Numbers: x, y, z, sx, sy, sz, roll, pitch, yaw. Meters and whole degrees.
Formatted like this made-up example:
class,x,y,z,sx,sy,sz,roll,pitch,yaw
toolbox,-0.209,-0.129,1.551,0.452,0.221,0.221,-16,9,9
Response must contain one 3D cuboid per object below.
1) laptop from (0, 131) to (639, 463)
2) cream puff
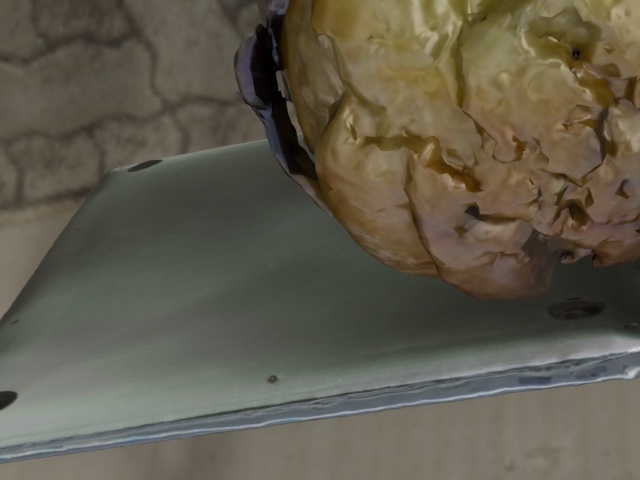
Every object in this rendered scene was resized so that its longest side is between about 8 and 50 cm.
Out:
class,x,y,z,sx,sy,sz,roll,pitch,yaw
laptop,0.000,0.000,0.561,0.188,0.269,0.015,-10,106,8
cream puff,0.049,-0.049,0.362,0.119,0.104,0.133,-16,146,-35
